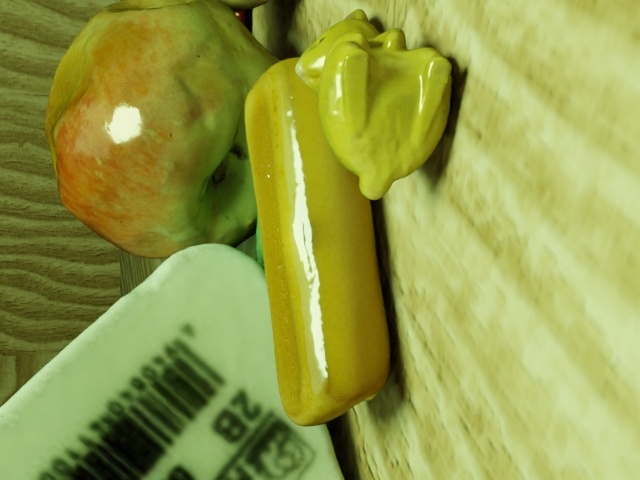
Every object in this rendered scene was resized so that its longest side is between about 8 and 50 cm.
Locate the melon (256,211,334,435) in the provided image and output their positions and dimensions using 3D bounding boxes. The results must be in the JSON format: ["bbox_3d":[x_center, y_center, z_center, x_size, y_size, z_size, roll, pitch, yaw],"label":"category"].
[{"bbox_3d":[-0.004,0.086,0.664,0.114,0.053,0.262,25,121,51],"label":"melon"}]

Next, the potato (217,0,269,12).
[{"bbox_3d":[-0.076,-0.257,0.709,0.118,0.109,0.178,-65,24,1],"label":"potato"}]

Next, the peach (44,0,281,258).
[{"bbox_3d":[-0.122,-0.103,0.698,0.235,0.214,0.214,57,146,41],"label":"peach"}]

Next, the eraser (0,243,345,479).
[{"bbox_3d":[-0.114,0.158,0.612,0.150,0.331,0.331,131,134,-55],"label":"eraser"}]

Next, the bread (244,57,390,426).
[{"bbox_3d":[0.000,0.000,0.554,0.092,0.074,0.239,-27,67,59],"label":"bread"}]

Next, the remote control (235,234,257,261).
[{"bbox_3d":[-0.090,-0.021,0.915,0.123,0.038,0.285,-109,21,-45],"label":"remote control"}]

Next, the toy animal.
[{"bbox_3d":[0.022,-0.095,0.493,0.159,0.070,0.083,-110,26,-57],"label":"toy animal"}]

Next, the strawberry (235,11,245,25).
[{"bbox_3d":[-0.123,-0.242,0.913,0.121,0.082,0.188,-128,36,-66],"label":"strawberry"}]
